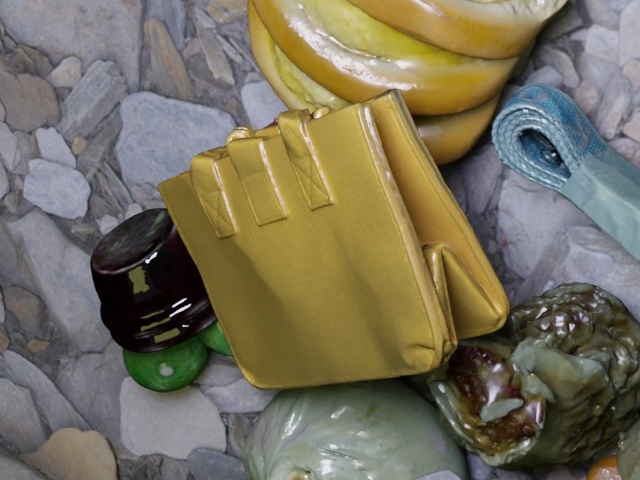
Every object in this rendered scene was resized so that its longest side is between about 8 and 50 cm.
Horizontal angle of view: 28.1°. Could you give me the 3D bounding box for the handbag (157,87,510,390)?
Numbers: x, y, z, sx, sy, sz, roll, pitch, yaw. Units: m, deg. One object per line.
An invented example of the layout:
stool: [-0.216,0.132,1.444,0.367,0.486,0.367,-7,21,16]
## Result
handbag: [0.000,0.000,1.335,0.401,0.133,0.283,-13,107,57]

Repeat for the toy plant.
toy plant: [-0.176,0.083,1.567,0.218,0.175,0.235,-15,126,24]

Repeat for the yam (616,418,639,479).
yam: [0.442,0.158,1.258,0.168,0.168,0.304,40,127,9]

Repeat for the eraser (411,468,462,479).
eraser: [0.201,0.364,1.269,0.404,0.096,0.098,33,135,56]

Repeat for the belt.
belt: [0.306,-0.046,1.299,0.302,0.072,0.087,37,122,0]

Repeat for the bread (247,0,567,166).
bread: [0.055,-0.230,1.305,0.316,0.211,0.270,42,122,11]

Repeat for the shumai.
shumai: [0.219,0.166,1.360,0.256,0.218,0.189,-40,78,31]

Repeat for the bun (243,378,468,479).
bun: [0.029,0.296,1.519,0.283,0.179,0.283,9,113,22]

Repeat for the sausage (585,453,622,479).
sausage: [0.365,0.355,1.406,0.109,0.109,0.270,-11,107,30]
